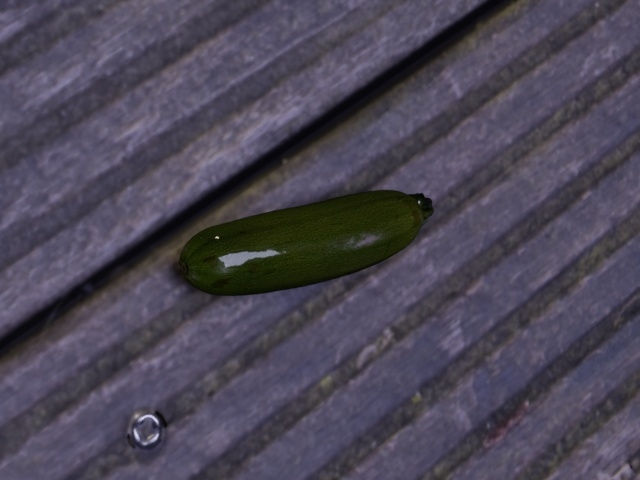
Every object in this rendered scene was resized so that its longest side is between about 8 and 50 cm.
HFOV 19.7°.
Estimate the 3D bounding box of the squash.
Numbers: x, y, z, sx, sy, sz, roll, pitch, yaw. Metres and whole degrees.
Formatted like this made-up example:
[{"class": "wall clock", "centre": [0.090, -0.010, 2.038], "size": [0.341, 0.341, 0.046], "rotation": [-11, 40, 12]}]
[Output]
[{"class": "squash", "centre": [0.000, 0.000, 1.494], "size": [0.252, 0.066, 0.066], "rotation": [-14, 98, -32]}]
